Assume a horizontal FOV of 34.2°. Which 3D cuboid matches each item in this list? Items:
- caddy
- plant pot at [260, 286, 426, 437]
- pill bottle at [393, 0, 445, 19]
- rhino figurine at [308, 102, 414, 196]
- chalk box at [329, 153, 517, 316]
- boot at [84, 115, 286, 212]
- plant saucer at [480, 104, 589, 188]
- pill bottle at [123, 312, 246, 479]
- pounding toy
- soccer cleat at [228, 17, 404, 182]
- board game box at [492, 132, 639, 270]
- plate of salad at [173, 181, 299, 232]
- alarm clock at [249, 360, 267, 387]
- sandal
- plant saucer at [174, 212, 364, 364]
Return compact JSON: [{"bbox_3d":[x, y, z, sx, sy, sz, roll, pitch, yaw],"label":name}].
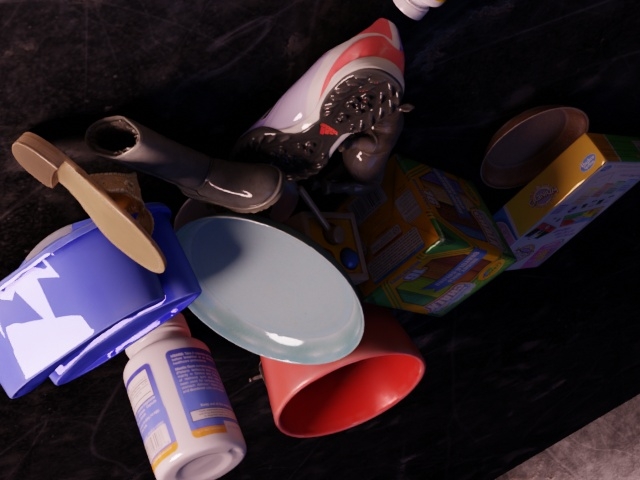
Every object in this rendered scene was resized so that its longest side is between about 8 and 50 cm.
[{"bbox_3d":[-0.338,0.070,1.450,0.341,0.179,0.241,-34,170,17],"label":"caddy"},{"bbox_3d":[0.009,0.165,1.780,0.275,0.243,0.275,-18,150,-11],"label":"plant pot"},{"bbox_3d":[0.142,-0.330,1.284,0.065,0.065,0.116,8,137,-43],"label":"pill bottle"},{"bbox_3d":[0.067,-0.149,1.503,0.106,0.073,0.243,-5,143,-24],"label":"rhino figurine"},{"bbox_3d":[0.184,0.003,1.720,0.180,0.179,0.289,-42,146,28],"label":"chalk box"},{"bbox_3d":[-0.171,-0.103,1.348,0.190,0.076,0.208,-1,158,30],"label":"boot"},{"bbox_3d":[0.348,-0.162,1.725,0.199,0.036,0.198,-19,148,-12],"label":"plant saucer"},{"bbox_3d":[-0.234,0.254,1.710,0.152,0.272,0.152,-18,148,-12],"label":"pill bottle"},{"bbox_3d":[0.000,0.000,1.588,0.130,0.141,0.100,0,162,-42],"label":"pounding toy"},{"bbox_3d":[-0.005,-0.176,1.389,0.109,0.116,0.318,31,140,-27],"label":"soccer cleat"},{"bbox_3d":[0.428,-0.063,1.866,0.242,0.064,0.316,-3,145,-52],"label":"board game box"},{"bbox_3d":[-0.122,-0.035,1.566,0.200,0.048,0.199,-19,149,-12],"label":"plate of salad"},{"bbox_3d":[-0.037,0.252,2.067,0.192,0.064,0.129,-1,142,-40],"label":"alarm clock"},{"bbox_3d":[-0.265,-0.067,1.302,0.079,0.240,0.088,-54,-171,-30],"label":"sandal"},{"bbox_3d":[-0.078,0.067,1.543,0.318,0.043,0.317,16,141,14],"label":"plant saucer"}]
